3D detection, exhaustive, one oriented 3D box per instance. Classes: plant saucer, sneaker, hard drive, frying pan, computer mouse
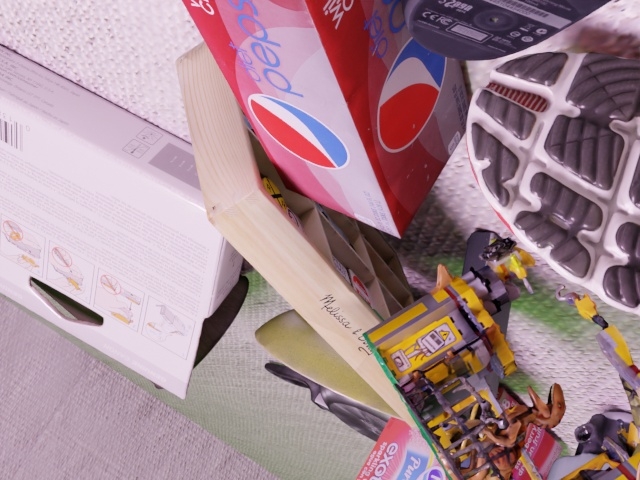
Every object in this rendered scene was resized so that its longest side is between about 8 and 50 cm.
[{"bbox_3d":[0.058,0.111,0.952,0.241,0.037,0.241,21,-176,-2],"label":"plant saucer"},{"bbox_3d":[0.185,0.010,0.501,0.279,0.107,0.118,28,170,-3],"label":"sneaker"},{"bbox_3d":[0.111,0.074,0.743,0.022,0.135,0.094,3,152,21],"label":"hard drive"},{"bbox_3d":[0.025,0.196,1.347,0.326,0.053,0.197,18,157,27],"label":"frying pan"},{"bbox_3d":[0.107,-0.126,0.390,0.071,0.041,0.242,15,162,-26],"label":"computer mouse"}]

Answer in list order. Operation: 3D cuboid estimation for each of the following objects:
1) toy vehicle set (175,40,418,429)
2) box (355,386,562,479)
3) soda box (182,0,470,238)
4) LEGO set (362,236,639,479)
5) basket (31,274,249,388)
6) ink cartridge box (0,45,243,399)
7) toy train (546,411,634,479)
[{"bbox_3d":[0.000,0.000,0.721,0.267,0.035,0.166,48,-164,-42],"label":"toy vehicle set"},{"bbox_3d":[0.114,0.271,1.054,0.123,0.257,0.128,10,152,51],"label":"box"},{"bbox_3d":[0.001,-0.109,0.504,0.083,0.092,0.263,24,161,27],"label":"soda box"},{"bbox_3d":[0.176,0.116,0.521,0.255,0.192,0.331,59,178,-12],"label":"LEGO set"},{"bbox_3d":[-0.214,0.031,1.130,0.227,0.154,0.204,40,165,-14],"label":"basket"},{"bbox_3d":[-0.216,-0.015,0.984,0.296,0.066,0.261,28,137,10],"label":"ink cartridge box"},{"bbox_3d":[0.231,0.301,0.854,0.142,0.334,0.190,-13,127,47],"label":"toy train"}]
